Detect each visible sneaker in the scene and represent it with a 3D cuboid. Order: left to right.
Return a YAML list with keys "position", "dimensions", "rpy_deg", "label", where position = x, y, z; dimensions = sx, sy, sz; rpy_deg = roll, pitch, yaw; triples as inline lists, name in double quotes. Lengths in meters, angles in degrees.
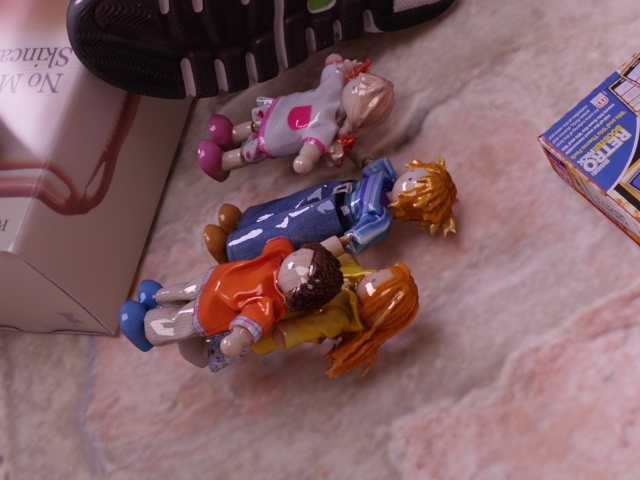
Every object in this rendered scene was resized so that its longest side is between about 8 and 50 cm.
- position: [-0.054, -0.188, 1.032]
  dimensions: [0.281, 0.106, 0.162]
  rpy_deg: [-14, 36, -19]
  label: "sneaker"

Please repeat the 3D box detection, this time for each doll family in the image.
- position: [0.000, 0.000, 0.927]
  dimensions: [0.163, 0.118, 0.263]
  rpy_deg: [-13, 38, 27]
  label: "doll family"

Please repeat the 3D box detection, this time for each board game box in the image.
- position: [0.243, -0.045, 0.852]
  dimensions: [0.147, 0.045, 0.193]
  rpy_deg: [-41, 51, -1]
  label: "board game box"

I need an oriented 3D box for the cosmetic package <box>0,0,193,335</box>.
- position: [-0.191, -0.093, 1.053]
  dimensions: [0.153, 0.129, 0.296]
  rpy_deg: [0, 62, 28]
  label: "cosmetic package"
